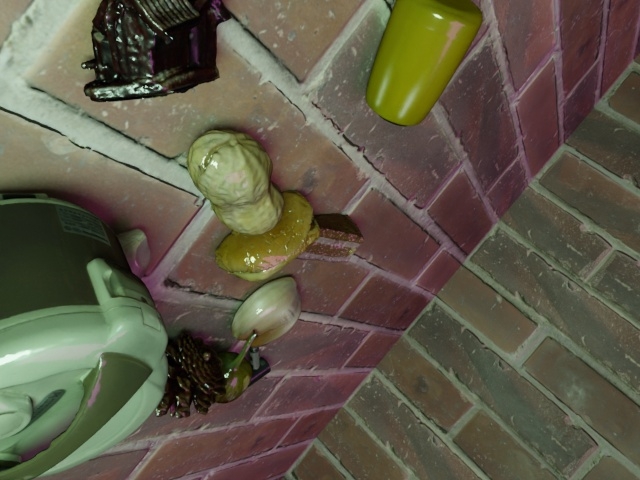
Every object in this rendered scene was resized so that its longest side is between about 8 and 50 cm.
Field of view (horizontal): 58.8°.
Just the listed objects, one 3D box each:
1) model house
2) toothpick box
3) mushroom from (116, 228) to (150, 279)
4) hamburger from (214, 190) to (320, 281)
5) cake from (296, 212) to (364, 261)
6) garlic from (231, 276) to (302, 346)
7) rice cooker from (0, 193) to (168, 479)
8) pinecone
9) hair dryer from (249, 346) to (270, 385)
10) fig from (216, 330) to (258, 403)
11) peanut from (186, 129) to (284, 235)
[{"bbox_3d":[-0.213,-0.281,0.756,0.203,0.141,0.164,-48,142,-55],"label":"model house"},{"bbox_3d":[0.200,-0.377,1.185,0.175,0.175,0.271,-22,148,-43],"label":"toothpick box"},{"bbox_3d":[-0.370,0.068,0.992,0.212,0.097,0.088,-49,161,6],"label":"mushroom"},{"bbox_3d":[-0.107,-0.001,1.272,0.262,0.131,0.124,-39,133,-19],"label":"hamburger"},{"bbox_3d":[0.000,0.000,1.488,0.295,0.113,0.116,-4,129,-48],"label":"cake"},{"bbox_3d":[-0.133,0.203,1.552,0.228,0.110,0.217,-49,151,2],"label":"garlic"},{"bbox_3d":[-0.380,0.140,0.760,0.335,0.325,0.335,-23,143,-18],"label":"rice cooker"},{"bbox_3d":[-0.325,0.322,1.322,0.207,0.207,0.208,-37,152,-23],"label":"pinecone"},{"bbox_3d":[-0.207,0.363,1.737,0.100,0.057,0.198,-31,141,-33],"label":"hair dryer"},{"bbox_3d":[-0.228,0.332,1.512,0.149,0.149,0.245,-18,152,-47],"label":"fig"},{"bbox_3d":[-0.148,-0.100,1.068,0.149,0.149,0.313,-43,154,-11],"label":"peanut"}]
